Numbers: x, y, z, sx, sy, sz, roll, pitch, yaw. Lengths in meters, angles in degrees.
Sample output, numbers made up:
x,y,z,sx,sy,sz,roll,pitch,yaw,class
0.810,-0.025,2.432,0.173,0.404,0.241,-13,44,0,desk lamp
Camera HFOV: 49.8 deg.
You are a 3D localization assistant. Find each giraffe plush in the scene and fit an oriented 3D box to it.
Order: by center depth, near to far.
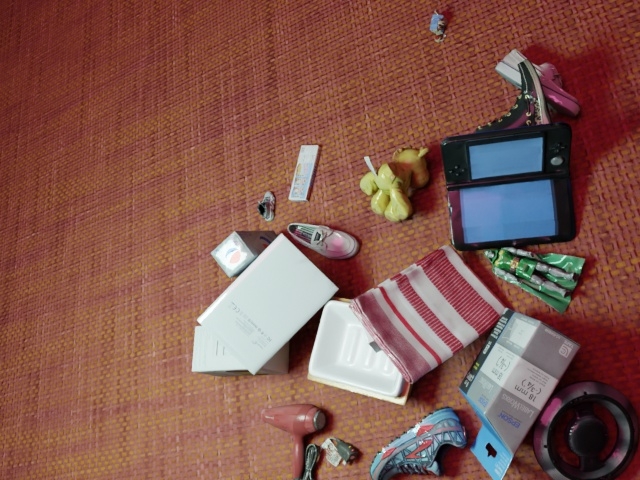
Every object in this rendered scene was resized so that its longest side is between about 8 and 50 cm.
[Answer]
x,y,z,sx,sy,sz,roll,pitch,yaw,class
0.219,-0.176,1.859,0.171,0.210,0.181,-35,37,-22,giraffe plush

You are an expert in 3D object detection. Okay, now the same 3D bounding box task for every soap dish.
x,y,z,sx,sy,sz,roll,pitch,yaw,class
0.126,0.278,1.766,0.291,0.118,0.228,8,77,34,soap dish

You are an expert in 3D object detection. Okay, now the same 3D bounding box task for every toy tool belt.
x,y,z,sx,sy,sz,roll,pitch,yaw,class
0.337,-0.622,1.995,0.052,0.051,0.083,1,74,33,toy tool belt

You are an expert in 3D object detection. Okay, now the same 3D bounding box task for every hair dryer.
x,y,z,sx,sy,sz,roll,pitch,yaw,class
-0.061,0.538,1.815,0.223,0.080,0.293,-51,54,7,hair dryer

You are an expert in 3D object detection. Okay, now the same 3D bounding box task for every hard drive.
x,y,z,sx,sy,sz,roll,pitch,yaw,class
-0.137,0.166,1.812,0.210,0.040,0.318,44,92,-2,hard drive

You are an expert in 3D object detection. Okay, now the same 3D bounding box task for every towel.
x,y,z,sx,sy,sz,roll,pitch,yaw,class
0.262,0.161,1.628,0.329,0.037,0.237,-28,66,-25,towel

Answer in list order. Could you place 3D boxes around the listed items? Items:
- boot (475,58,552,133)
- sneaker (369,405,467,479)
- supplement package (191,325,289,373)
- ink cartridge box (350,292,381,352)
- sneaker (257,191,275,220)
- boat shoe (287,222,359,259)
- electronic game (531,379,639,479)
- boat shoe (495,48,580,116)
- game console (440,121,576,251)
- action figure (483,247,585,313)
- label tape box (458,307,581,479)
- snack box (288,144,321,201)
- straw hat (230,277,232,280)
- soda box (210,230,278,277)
x,y,z,sx,sy,sz,roll,pitch,yaw,class
0.457,-0.306,1.668,0.179,0.085,0.236,-15,83,18,boot
0.231,0.510,1.626,0.262,0.104,0.125,-42,58,13,sneaker
-0.225,0.311,1.963,0.244,0.139,0.133,-9,70,29,supplement package
0.126,0.199,1.662,0.052,0.088,0.122,-27,60,6,ink cartridge box
-0.172,-0.114,2.125,0.038,0.069,0.098,-18,65,26,sneaker
0.000,0.000,1.971,0.226,0.076,0.083,10,79,35,boat shoe
0.548,0.402,1.423,0.230,0.048,0.229,-1,95,-7,electronic game
0.566,-0.408,1.753,0.088,0.096,0.267,-52,46,12,boat shoe
0.441,-0.120,1.611,0.293,0.250,0.173,-6,57,13,game console
0.493,0.068,1.647,0.232,0.063,0.137,23,89,39,action figure
0.396,0.325,1.499,0.106,0.240,0.333,31,90,-2,label tape box
-0.047,-0.206,2.108,0.064,0.022,0.178,5,76,33,snack box
-0.231,0.061,2.102,0.061,0.144,0.144,11,76,-7,straw hat
-0.190,0.034,1.946,0.098,0.286,0.091,-41,79,14,soda box
